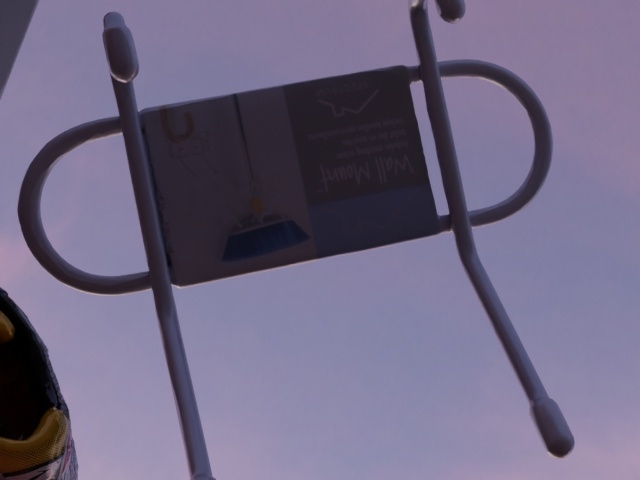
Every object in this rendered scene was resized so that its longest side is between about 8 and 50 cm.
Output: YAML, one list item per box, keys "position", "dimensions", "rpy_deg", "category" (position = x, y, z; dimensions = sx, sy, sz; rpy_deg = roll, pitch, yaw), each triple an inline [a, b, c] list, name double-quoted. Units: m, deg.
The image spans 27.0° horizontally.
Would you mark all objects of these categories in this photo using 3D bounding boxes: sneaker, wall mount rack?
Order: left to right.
- position: [-0.172, 0.040, 0.616]
  dimensions: [0.225, 0.088, 0.093]
  rpy_deg: [48, -39, 27]
  category: "sneaker"
- position: [0.000, 0.000, 0.798]
  dimensions: [0.350, 0.130, 0.304]
  rpy_deg: [-11, -95, -9]
  category: "wall mount rack"

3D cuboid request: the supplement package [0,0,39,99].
- position: [-0.288, -0.227, 1.023]
  dimensions: [0.139, 0.244, 0.134]
  rpy_deg: [26, -19, -29]
  category: "supplement package"
